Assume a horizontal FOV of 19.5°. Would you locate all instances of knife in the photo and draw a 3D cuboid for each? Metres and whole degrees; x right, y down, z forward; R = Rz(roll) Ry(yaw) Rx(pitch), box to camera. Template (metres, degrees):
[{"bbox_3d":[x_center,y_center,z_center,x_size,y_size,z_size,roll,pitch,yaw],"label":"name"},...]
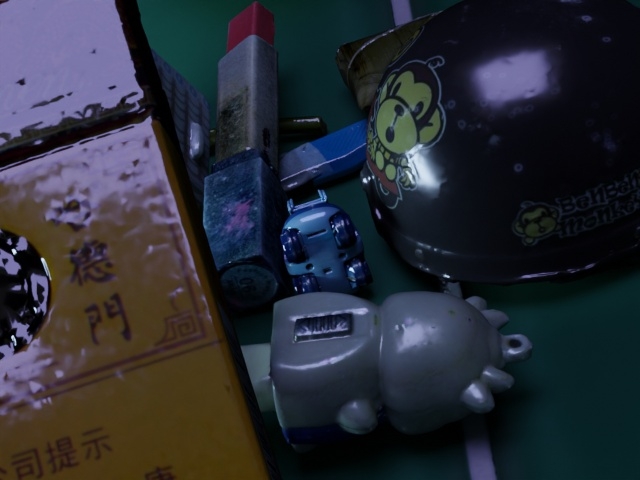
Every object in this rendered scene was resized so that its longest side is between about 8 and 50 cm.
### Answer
[{"bbox_3d":[0.078,-0.094,1.438,0.296,0.026,0.044,-23,40,-8],"label":"knife"}]

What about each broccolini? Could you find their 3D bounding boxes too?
[{"bbox_3d":[-0.103,-0.078,1.491,0.218,0.044,0.042,-1,25,14],"label":"broccolini"}]

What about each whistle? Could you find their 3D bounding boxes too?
[{"bbox_3d":[0.014,0.084,1.187,0.244,0.092,0.110,-8,42,7],"label":"whistle"}]

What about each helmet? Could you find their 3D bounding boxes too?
[{"bbox_3d":[0.156,-0.096,1.300,0.279,0.160,0.230,-20,36,-1],"label":"helmet"}]

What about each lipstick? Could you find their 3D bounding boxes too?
[{"bbox_3d":[-0.057,-0.078,1.414,0.051,0.051,0.312,-22,42,18],"label":"lipstick"}]

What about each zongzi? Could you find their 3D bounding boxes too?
[{"bbox_3d":[0.070,-0.137,1.457,0.104,0.052,0.113,-24,21,1],"label":"zongzi"}]

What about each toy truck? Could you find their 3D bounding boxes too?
[{"bbox_3d":[0.000,0.000,1.323,0.056,0.073,0.090,-17,24,1],"label":"toy truck"}]

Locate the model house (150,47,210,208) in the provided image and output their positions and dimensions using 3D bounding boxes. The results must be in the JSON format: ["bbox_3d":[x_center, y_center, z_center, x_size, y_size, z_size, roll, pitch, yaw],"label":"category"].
[{"bbox_3d":[-0.225,-0.091,1.372,0.215,0.224,0.198,5,66,36],"label":"model house"}]

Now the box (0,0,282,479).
[{"bbox_3d":[-0.187,0.055,1.117,0.264,0.116,0.415,-18,73,2],"label":"box"}]
